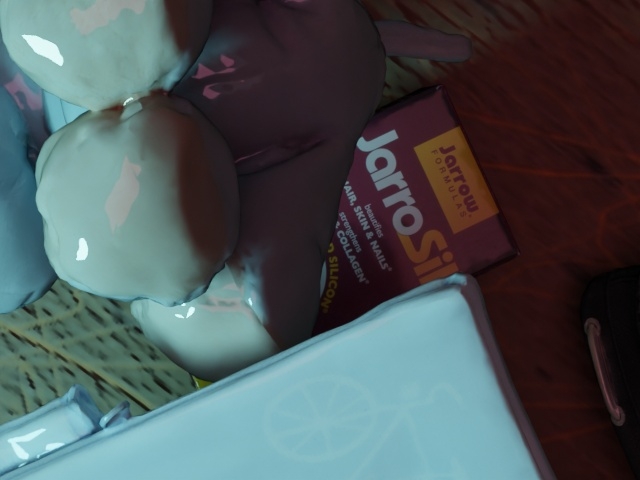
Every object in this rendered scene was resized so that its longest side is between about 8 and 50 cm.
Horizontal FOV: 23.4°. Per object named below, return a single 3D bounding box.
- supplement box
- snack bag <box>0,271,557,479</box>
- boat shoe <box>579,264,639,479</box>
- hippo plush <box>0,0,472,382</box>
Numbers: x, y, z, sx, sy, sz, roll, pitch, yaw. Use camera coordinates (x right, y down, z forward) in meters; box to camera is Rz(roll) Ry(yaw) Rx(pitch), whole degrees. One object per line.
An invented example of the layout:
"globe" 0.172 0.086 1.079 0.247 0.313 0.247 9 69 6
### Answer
"supplement box" 0.000 0.000 0.841 0.188 0.081 0.104 -26 94 -1
"snack bag" -0.038 0.174 0.692 0.342 0.037 0.323 -25 129 5
"boat shoe" 0.233 0.148 0.860 0.114 0.091 0.302 -21 94 -45
"hippo plush" -0.109 -0.082 0.701 0.237 0.294 0.234 -1 133 29
